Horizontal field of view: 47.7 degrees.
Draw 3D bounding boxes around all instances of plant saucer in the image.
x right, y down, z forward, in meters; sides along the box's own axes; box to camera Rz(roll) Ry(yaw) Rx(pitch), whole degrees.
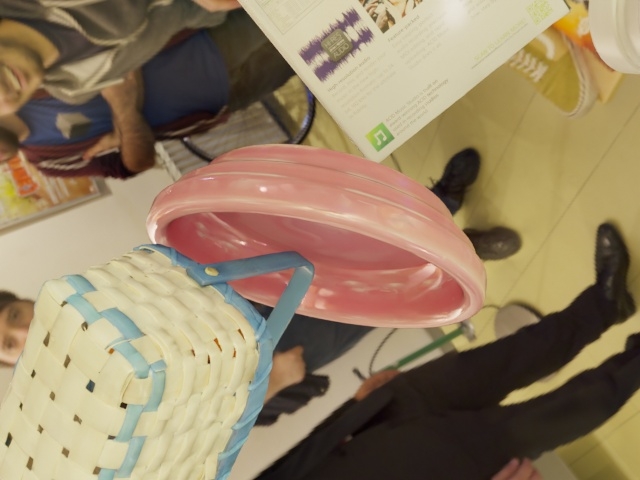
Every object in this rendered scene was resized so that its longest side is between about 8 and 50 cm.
[{"bbox_3d":[0.000,0.000,0.717,0.332,0.331,0.084,146,140,-65],"label":"plant saucer"}]

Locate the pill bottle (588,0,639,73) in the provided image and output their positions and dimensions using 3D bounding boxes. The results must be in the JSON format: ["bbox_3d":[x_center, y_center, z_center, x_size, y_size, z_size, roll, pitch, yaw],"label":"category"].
[{"bbox_3d":[0.495,-0.268,0.799,0.363,0.210,0.210,26,134,59],"label":"pill bottle"}]

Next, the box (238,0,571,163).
[{"bbox_3d":[0.038,-0.259,0.643,0.322,0.232,0.058,49,-170,-20],"label":"box"}]

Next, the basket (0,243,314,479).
[{"bbox_3d":[-0.136,0.123,0.676,0.201,0.288,0.255,36,107,30],"label":"basket"}]
